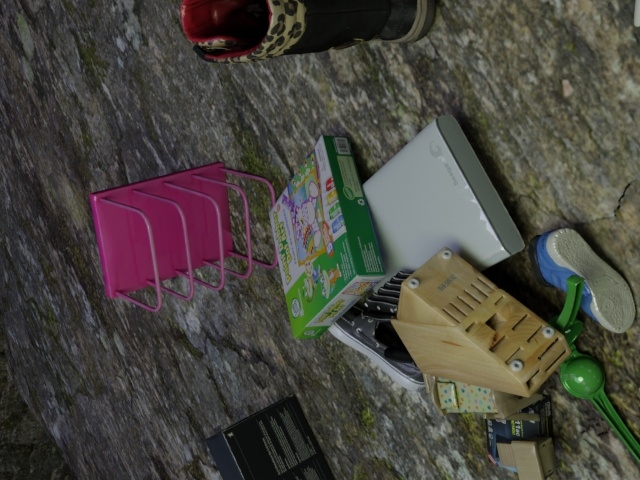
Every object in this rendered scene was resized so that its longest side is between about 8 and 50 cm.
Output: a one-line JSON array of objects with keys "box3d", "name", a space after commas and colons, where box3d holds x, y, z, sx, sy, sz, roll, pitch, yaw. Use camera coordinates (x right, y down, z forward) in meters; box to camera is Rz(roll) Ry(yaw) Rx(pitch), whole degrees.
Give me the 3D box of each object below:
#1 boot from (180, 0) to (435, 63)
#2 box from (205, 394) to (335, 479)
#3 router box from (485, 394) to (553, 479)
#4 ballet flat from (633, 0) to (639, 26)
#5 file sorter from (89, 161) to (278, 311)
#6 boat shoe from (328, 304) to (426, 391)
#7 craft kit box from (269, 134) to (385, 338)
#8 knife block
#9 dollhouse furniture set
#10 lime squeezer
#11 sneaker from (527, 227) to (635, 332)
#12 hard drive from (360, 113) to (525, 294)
[{"box3d": [-0.067, -0.325, 0.986, 0.377, 0.284, 0.138, 23, 122, 41], "name": "boot"}, {"box3d": [-0.088, 0.474, 1.426, 0.103, 0.184, 0.261, -37, 76, 49], "name": "box"}, {"box3d": [0.286, 0.274, 1.020, 0.092, 0.038, 0.122, 6, 110, 47], "name": "router box"}, {"box3d": [0.368, -0.211, 0.675, 0.316, 0.107, 0.106, 64, 148, 10], "name": "ballet flat"}, {"box3d": [-0.241, -0.010, 1.322, 0.182, 0.290, 0.202, 16, 117, 42], "name": "file sorter"}, {"box3d": [0.095, 0.152, 1.164, 0.228, 0.080, 0.076, 39, 126, 31], "name": "boat shoe"}, {"box3d": [0.000, 0.000, 1.152, 0.246, 0.061, 0.250, 126, 137, -53], "name": "craft kit box"}, {"box3d": [0.178, 0.137, 0.962, 0.275, 0.088, 0.242, 40, 154, 27], "name": "knife block"}, {"box3d": [0.210, 0.256, 0.984, 0.182, 0.101, 0.161, -16, 86, 49], "name": "dollhouse furniture set"}, {"box3d": [0.337, 0.153, 0.877, 0.110, 0.059, 0.310, 7, 131, 56], "name": "lime squeezer"}, {"box3d": [0.319, 0.050, 0.879, 0.152, 0.058, 0.084, 47, 168, -6], "name": "sneaker"}, {"box3d": [0.142, -0.020, 1.034, 0.203, 0.040, 0.307, 63, 149, 9], "name": "hard drive"}]
